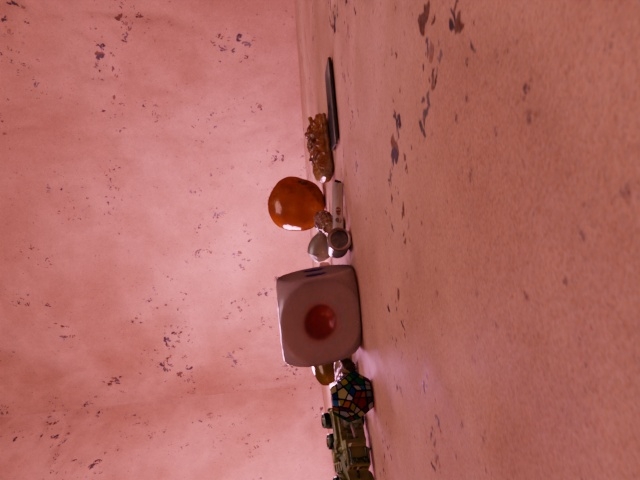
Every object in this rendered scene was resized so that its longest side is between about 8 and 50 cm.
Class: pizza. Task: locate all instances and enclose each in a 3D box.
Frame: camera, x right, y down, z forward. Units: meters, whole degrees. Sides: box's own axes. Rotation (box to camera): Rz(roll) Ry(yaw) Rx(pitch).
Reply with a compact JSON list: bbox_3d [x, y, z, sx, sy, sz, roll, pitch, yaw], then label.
[{"bbox_3d":[-0.003,-0.303,2.001,0.258,0.087,0.268,87,174,-71],"label":"pizza"}]

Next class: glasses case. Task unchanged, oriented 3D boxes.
[{"bbox_3d":[0.021,0.376,2.086,0.173,0.141,0.371,95,170,-71],"label":"glasses case"}]

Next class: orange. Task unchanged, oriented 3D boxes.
[{"bbox_3d":[-0.107,-0.158,2.398,0.261,0.261,0.260,175,90,-86],"label":"orange"}]

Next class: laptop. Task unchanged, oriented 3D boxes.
[{"bbox_3d":[0.034,-0.431,1.721,0.187,0.015,0.268,-168,73,-86],"label":"laptop"}]

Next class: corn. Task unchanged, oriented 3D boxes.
[{"bbox_3d":[0.019,-0.068,2.002,0.237,0.080,0.079,-119,24,-80],"label":"corn"}]

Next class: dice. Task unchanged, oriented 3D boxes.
[{"bbox_3d":[-0.008,0.220,1.621,0.251,0.243,0.259,-136,38,-84],"label":"dice"}]

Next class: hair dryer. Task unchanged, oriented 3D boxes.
[{"bbox_3d":[0.049,-0.070,1.637,0.131,0.073,0.236,97,170,-77],"label":"hair dryer"}]

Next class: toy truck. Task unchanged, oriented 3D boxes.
[{"bbox_3d":[0.090,0.614,1.578,0.135,0.129,0.259,116,151,-56],"label":"toy truck"}]

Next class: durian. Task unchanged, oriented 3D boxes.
[{"bbox_3d":[0.084,0.436,1.751,0.140,0.071,0.110,110,153,-49],"label":"durian"}]

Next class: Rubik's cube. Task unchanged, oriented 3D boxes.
[{"bbox_3d":[0.083,0.421,1.443,0.111,0.133,0.133,56,172,6],"label":"Rubik's cube"}]

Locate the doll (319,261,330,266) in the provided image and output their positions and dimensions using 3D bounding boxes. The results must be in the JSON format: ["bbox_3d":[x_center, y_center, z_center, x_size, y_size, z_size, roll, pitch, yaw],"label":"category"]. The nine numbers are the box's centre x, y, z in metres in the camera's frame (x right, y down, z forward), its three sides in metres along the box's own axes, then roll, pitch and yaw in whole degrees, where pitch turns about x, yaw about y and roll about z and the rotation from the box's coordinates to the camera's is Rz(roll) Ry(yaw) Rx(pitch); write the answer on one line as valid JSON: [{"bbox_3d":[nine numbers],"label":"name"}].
[{"bbox_3d":[0.005,0.221,2.438,0.278,0.119,0.154,106,160,-51],"label":"doll"}]

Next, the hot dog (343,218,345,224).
[{"bbox_3d":[0.059,-0.047,1.725,0.083,0.035,0.058,100,168,-75],"label":"hot dog"}]

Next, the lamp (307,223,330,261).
[{"bbox_3d":[0.000,0.000,2.265,0.106,0.106,0.192,-108,23,-73],"label":"lamp"}]

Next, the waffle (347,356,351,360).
[{"bbox_3d":[0.099,0.450,1.913,0.092,0.021,0.134,-119,25,-80],"label":"waffle"}]
